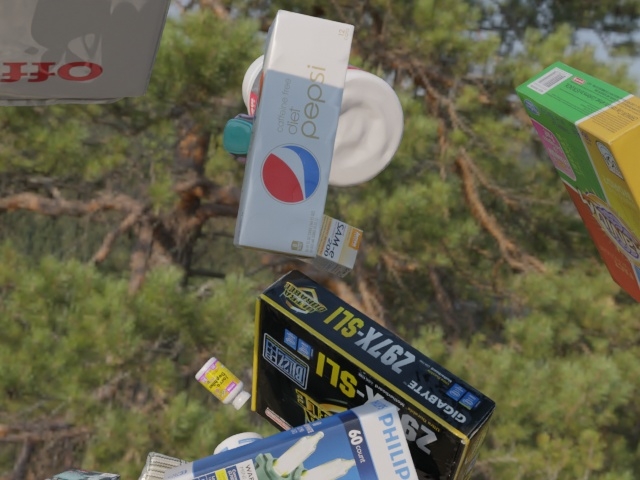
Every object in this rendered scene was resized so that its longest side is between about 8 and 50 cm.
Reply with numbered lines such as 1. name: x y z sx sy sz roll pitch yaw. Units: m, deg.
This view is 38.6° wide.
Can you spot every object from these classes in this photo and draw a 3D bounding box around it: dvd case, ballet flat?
1. dvd case: -0.366 0.363 1.354 0.087 0.013 0.119 2 3 20
2. ballet flat: -0.053 -0.112 1.073 0.079 0.076 0.221 5 9 -20

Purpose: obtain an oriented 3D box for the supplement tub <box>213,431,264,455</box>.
1. supplement tub: -0.087 0.300 1.133 0.071 0.071 0.107 6 44 -33

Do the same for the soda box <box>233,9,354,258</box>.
1. soda box: -0.026 -0.094 0.841 0.074 0.216 0.069 10 -1 -10

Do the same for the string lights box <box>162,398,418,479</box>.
1. string lights box: -0.027 0.277 0.993 0.260 0.133 0.077 -17 -2 -8

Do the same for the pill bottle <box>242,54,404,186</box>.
1. pill bottle: -0.013 -0.212 1.458 0.176 0.176 0.318 7 17 -27

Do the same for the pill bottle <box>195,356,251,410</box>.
1. pill bottle: -0.147 0.219 1.389 0.083 0.043 0.043 41 7 2

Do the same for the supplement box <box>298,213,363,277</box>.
1. supplement box: 0.000 0.000 1.206 0.099 0.062 0.036 22 -29 -12

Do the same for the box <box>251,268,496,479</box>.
1. box: 0.053 0.218 1.187 0.322 0.257 0.079 33 49 24

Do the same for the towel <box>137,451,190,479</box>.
1. towel: -0.176 0.518 1.377 0.312 0.324 0.056 27 -19 -23

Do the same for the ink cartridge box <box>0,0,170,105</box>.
1. ink cartridge box: -0.203 -0.220 0.406 0.286 0.166 0.395 -3 -19 -19

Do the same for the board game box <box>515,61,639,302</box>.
1. board game box: 0.361 -0.036 1.048 0.064 0.316 0.242 -33 24 3
